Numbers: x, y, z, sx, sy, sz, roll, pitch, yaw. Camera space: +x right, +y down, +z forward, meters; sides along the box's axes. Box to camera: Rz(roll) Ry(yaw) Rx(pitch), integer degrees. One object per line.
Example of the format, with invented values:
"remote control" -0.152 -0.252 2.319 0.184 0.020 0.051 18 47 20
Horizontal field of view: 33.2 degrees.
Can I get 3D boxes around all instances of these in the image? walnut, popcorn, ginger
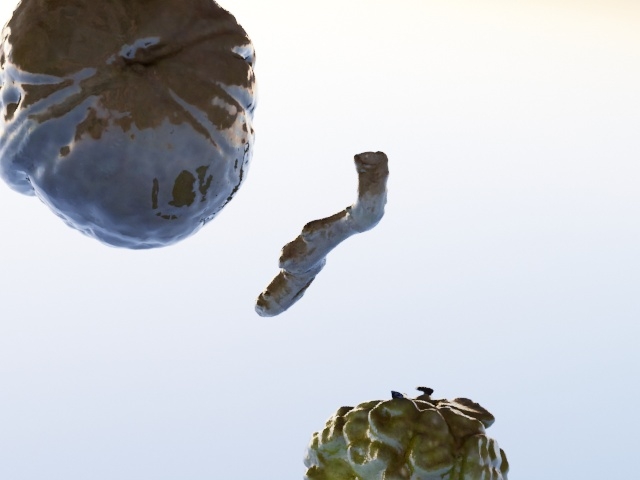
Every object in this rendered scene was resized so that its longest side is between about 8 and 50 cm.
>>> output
"walnut" -0.210 -0.139 1.157 0.333 0.332 0.333 7 -164 -2
"popcorn" 0.090 0.237 1.114 0.218 0.169 0.189 -11 169 42
"ginger" 0.000 0.000 1.360 0.089 0.288 0.075 4 -132 -40
